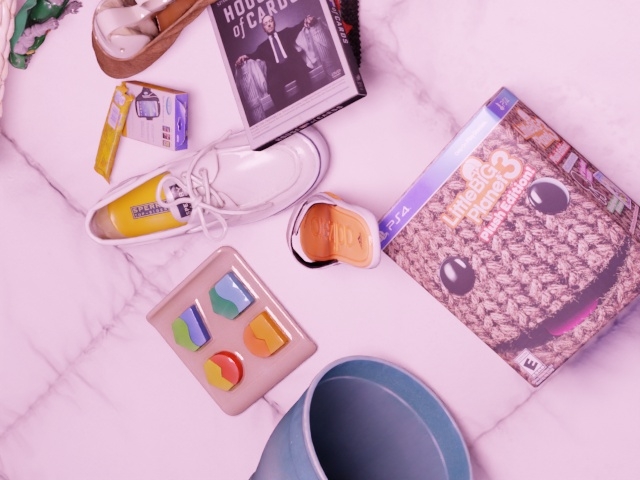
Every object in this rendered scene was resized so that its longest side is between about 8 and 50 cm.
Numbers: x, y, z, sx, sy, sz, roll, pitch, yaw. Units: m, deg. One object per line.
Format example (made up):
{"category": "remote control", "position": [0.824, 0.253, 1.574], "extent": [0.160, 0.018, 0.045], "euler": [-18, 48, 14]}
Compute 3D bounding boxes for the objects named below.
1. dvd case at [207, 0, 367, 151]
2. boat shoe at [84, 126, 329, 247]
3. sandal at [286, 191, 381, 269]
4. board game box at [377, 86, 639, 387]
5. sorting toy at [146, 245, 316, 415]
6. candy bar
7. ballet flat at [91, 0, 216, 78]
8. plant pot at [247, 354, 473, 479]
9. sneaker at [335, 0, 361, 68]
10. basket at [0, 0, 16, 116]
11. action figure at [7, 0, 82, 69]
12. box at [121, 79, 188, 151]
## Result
{"category": "dvd case", "position": [-0.051, -0.259, 1.439], "extent": [0.179, 0.030, 0.238], "euler": [-25, 77, 31]}
{"category": "boat shoe", "position": [-0.172, -0.066, 1.524], "extent": [0.367, 0.156, 0.135], "euler": [-13, 102, 22]}
{"category": "sandal", "position": [-0.001, -0.011, 1.442], "extent": [0.076, 0.265, 0.101], "euler": [-6, 94, -19]}
{"category": "board game box", "position": [0.252, -0.006, 1.405], "extent": [0.291, 0.141, 0.232], "euler": [42, 115, 3]}
{"category": "sorting toy", "position": [-0.137, 0.139, 1.641], "extent": [0.193, 0.038, 0.208], "euler": [-42, 90, 25]}
{"category": "candy bar", "position": [-0.299, -0.152, 1.597], "extent": [0.040, 0.018, 0.161], "euler": [44, 130, 27]}
{"category": "ballet flat", "position": [-0.216, -0.314, 1.453], "extent": [0.342, 0.124, 0.116], "euler": [-27, 93, 34]}
{"category": "plant pot", "position": [0.026, 0.338, 1.538], "extent": [0.271, 0.272, 0.255], "euler": [46, 130, 1]}
{"category": "sneaker", "position": [0.008, -0.271, 1.462], "extent": [0.075, 0.057, 0.161], "euler": [10, 111, 32]}
{"category": "basket", "position": [-0.621, -0.267, 1.515], "extent": [0.331, 0.266, 0.328], "euler": [27, 114, 29]}
{"category": "action figure", "position": [-0.378, -0.326, 1.550], "extent": [0.063, 0.137, 0.232], "euler": [38, 124, -9]}
{"category": "box", "position": [-0.228, -0.175, 1.553], "extent": [0.136, 0.028, 0.081], "euler": [18, 113, 38]}
